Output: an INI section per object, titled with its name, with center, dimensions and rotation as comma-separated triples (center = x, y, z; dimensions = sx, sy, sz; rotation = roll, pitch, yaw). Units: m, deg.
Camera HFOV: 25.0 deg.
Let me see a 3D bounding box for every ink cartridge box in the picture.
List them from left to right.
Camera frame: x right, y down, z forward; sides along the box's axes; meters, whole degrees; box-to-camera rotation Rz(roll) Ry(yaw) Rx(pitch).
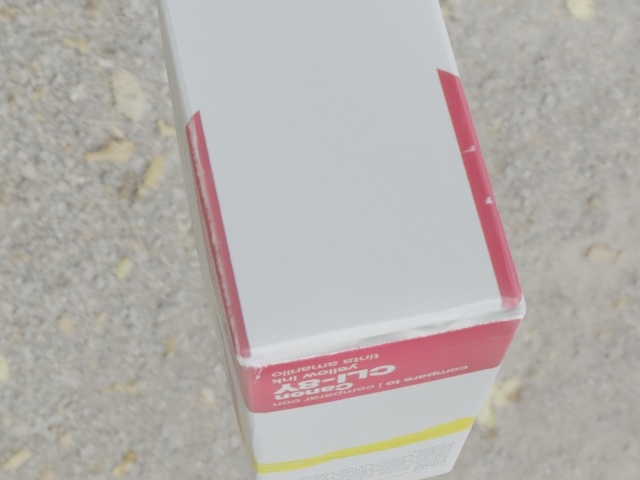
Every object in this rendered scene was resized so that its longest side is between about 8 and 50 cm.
[ink cartridge box]
center = 0.000, 0.000, 0.955
dimensions = 0.160, 0.279, 0.384
rotation = -12, 158, -6
